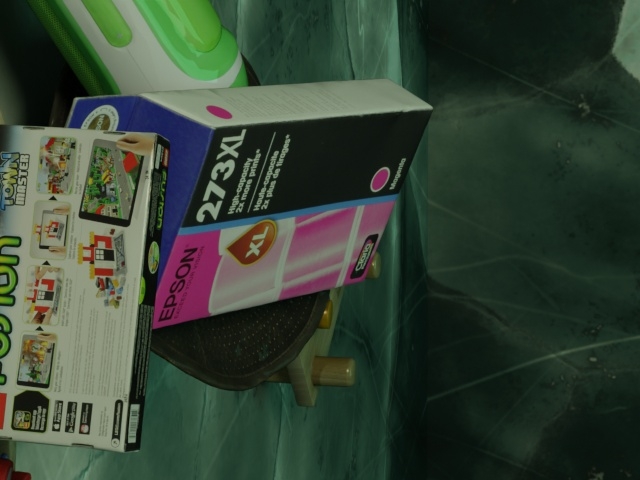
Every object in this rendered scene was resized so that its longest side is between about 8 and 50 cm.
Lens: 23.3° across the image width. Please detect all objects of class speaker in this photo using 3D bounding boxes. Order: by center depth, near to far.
[{"bbox_3d":[-0.169,-0.209,1.158,0.297,0.131,0.131,59,31,-32],"label":"speaker"}]

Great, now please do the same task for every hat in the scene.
[{"bbox_3d":[-0.144,-0.021,1.344,0.331,0.134,0.331,25,56,-43],"label":"hat"}]

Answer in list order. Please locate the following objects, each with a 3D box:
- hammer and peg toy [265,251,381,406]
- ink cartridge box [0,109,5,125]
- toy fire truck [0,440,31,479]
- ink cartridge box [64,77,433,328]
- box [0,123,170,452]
[{"bbox_3d":[0.000,0.000,1.971,0.266,0.127,0.361,77,20,-44],"label":"hammer and peg toy"},{"bbox_3d":[-0.275,-0.039,0.984,0.193,0.088,0.235,-74,161,-47],"label":"ink cartridge box"},{"bbox_3d":[-0.236,0.159,1.142,0.192,0.047,0.135,100,-4,-76],"label":"toy fire truck"},{"bbox_3d":[-0.064,-0.031,1.208,0.371,0.069,0.176,-9,127,-50],"label":"ink cartridge box"},{"bbox_3d":[-0.166,0.030,1.020,0.036,0.114,0.207,30,66,-77],"label":"box"}]
